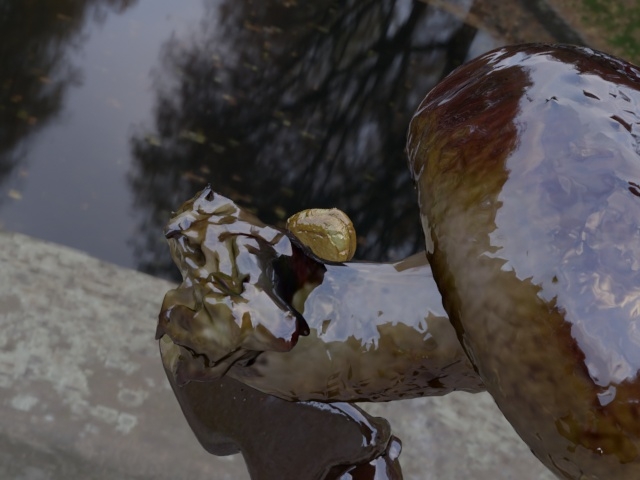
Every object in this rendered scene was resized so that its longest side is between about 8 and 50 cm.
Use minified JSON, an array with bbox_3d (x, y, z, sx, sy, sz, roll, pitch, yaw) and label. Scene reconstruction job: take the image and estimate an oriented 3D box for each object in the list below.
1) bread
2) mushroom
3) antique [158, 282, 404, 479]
[{"bbox_3d":[0.000,0.000,1.193,0.081,0.083,0.046,46,35,-10],"label":"bread"},{"bbox_3d":[0.125,0.053,0.632,0.334,0.356,0.331,50,-3,-24],"label":"mushroom"},{"bbox_3d":[-0.022,0.147,0.885,0.257,0.121,0.143,46,7,30],"label":"antique"}]
